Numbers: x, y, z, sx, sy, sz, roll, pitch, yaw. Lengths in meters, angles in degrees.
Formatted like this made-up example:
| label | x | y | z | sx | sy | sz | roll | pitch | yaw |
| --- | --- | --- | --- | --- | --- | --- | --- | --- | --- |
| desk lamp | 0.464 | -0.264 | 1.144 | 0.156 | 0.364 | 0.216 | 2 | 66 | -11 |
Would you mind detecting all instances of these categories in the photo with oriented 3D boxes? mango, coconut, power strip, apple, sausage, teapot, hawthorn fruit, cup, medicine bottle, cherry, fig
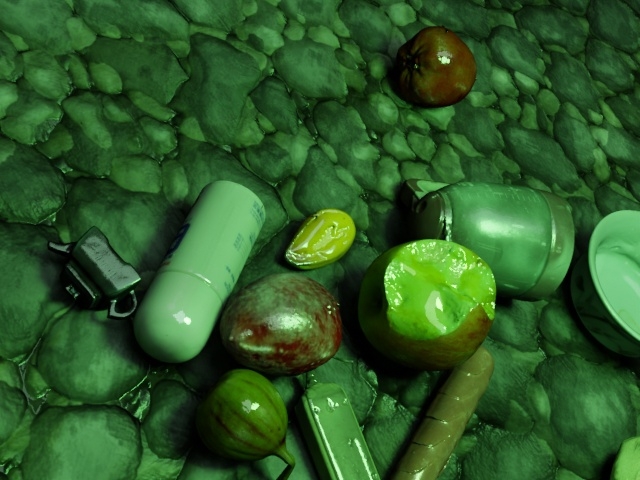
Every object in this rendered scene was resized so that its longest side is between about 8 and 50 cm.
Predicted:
| label | x | y | z | sx | sy | sz | roll | pitch | yaw |
| --- | --- | --- | --- | --- | --- | --- | --- | --- | --- |
| mango | 0.000 | 0.000 | 1.824 | 0.187 | 0.066 | 0.101 | -38 | 93 | -37 |
| coconut | 0.677 | 0.470 | 1.868 | 0.224 | 0.224 | 0.224 | 16 | 54 | -24 |
| power strip | 0.046 | 0.397 | 1.602 | 0.092 | 0.066 | 0.387 | -10 | 69 | -35 |
| apple | 0.190 | 0.115 | 1.747 | 0.226 | 0.246 | 0.246 | 18 | 53 | -21 |
| sausage | 0.223 | 0.337 | 1.737 | 0.088 | 0.088 | 0.433 | 41 | 48 | -4 |
| teapot | 0.314 | -0.034 | 1.966 | 0.312 | 0.233 | 0.315 | 12 | 26 | -21 |
| teapot | -0.370 | 0.060 | 1.534 | 0.177 | 0.087 | 0.096 | 48 | 52 | 3 |
| hawthorn fruit | 0.277 | -0.388 | 2.176 | 0.202 | 0.185 | 0.185 | 13 | 55 | -31 |
| cup | 0.693 | 0.121 | 2.115 | 0.347 | 0.163 | 0.347 | 13 | 57 | -20 |
| medicine bottle | -0.206 | 0.057 | 1.609 | 0.130 | 0.130 | 0.341 | 32 | 50 | -12 |
| cherry | -0.073 | 0.145 | 1.584 | 0.192 | 0.175 | 0.250 | 31 | 21 | 30 |
| fig | -0.110 | 0.297 | 1.508 | 0.186 | 0.148 | 0.142 | 37 | 5 | 12 |
